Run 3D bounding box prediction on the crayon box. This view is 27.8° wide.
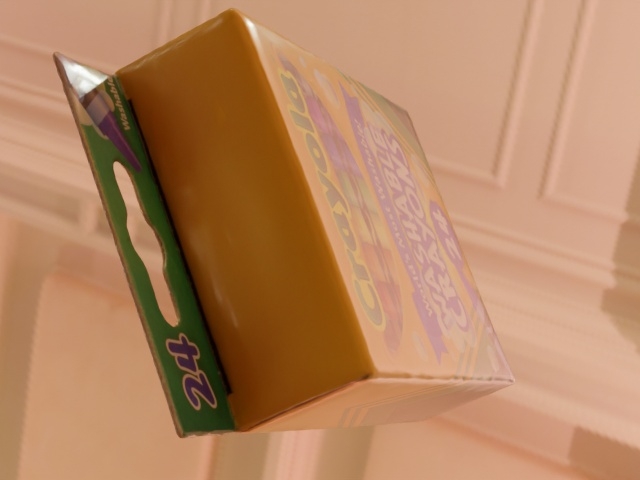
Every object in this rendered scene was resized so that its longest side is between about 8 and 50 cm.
[{"bbox_3d":[0.000,0.000,0.731,0.083,0.323,0.203,-25,-105,19],"label":"crayon box"}]
